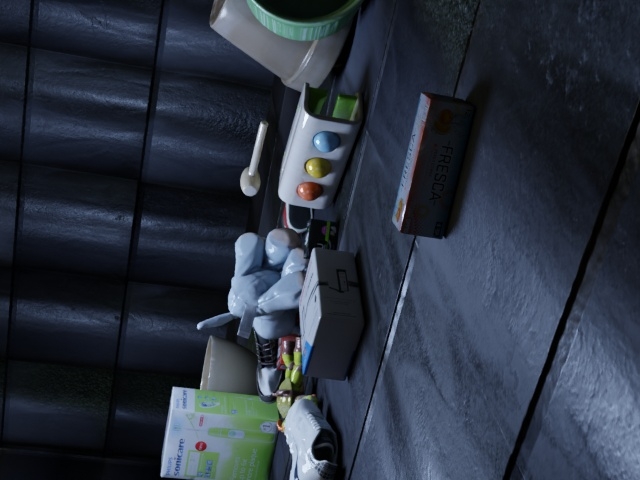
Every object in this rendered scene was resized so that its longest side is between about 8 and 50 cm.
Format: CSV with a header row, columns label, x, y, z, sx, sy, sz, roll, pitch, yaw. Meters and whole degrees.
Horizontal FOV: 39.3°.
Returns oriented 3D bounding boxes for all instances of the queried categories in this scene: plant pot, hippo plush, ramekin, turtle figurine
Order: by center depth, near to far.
label,x,y,z,sx,sy,sz,roll,pitch,yaw
turtle figurine,-0.061,0.324,1.922,0.269,0.087,0.217,129,148,-71
ramekin,-0.033,-0.583,1.938,0.148,0.303,0.303,114,162,-81
hippo plush,-0.093,0.141,2.083,0.236,0.234,0.294,61,-137,-53
plant pot,-0.102,-0.549,2.140,0.323,0.280,0.323,-55,25,41
plant pot,-0.237,0.423,2.536,0.284,0.191,0.284,-171,90,-80

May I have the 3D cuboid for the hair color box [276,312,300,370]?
label,x,y,z,sx,sy,sz,roll,pitch,yaw
hair color box,-0.079,0.245,2.216,0.072,0.043,0.141,119,158,-66

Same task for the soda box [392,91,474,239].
label,x,y,z,sx,sy,sz,roll,pitch,yaw
soda box,0.146,-0.098,1.174,0.058,0.063,0.183,-109,29,-70

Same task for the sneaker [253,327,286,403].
label,x,y,z,sx,sy,sz,roll,pitch,yaw
sneaker,-0.138,0.294,2.268,0.118,0.083,0.222,51,-140,-59

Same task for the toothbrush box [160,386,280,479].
label,x,y,z,sx,sy,sz,roll,pitch,yaw
toothbrush box,-0.263,0.514,2.346,0.122,0.283,0.206,-107,28,-68

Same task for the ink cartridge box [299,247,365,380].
label,x,y,z,sx,sy,sz,roll,pitch,yaw
ink cartridge box,0.016,0.133,1.649,0.203,0.086,0.148,-97,18,-54

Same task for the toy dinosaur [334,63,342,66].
label,x,y,z,sx,sy,sz,roll,pitch,yaw
toy dinosaur,0.009,-0.463,2.242,0.112,0.064,0.211,110,164,-45

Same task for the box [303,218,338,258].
label,x,y,z,sx,sy,sz,roll,pitch,yaw
box,0.000,0.000,1.915,0.052,0.062,0.083,150,127,-79

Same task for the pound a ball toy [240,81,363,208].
label,x,y,z,sx,sy,sz,roll,pitch,yaw
pound a ball toy,-0.048,-0.181,1.916,0.319,0.208,0.136,111,164,-50

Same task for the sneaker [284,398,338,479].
label,x,y,z,sx,sy,sz,roll,pitch,yaw
sneaker,-0.007,0.366,1.651,0.095,0.090,0.235,-62,22,26

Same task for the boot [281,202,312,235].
label,x,y,z,sx,sy,sz,roll,pitch,yaw
boot,-0.064,-0.132,2.329,0.176,0.088,0.244,145,129,-78
